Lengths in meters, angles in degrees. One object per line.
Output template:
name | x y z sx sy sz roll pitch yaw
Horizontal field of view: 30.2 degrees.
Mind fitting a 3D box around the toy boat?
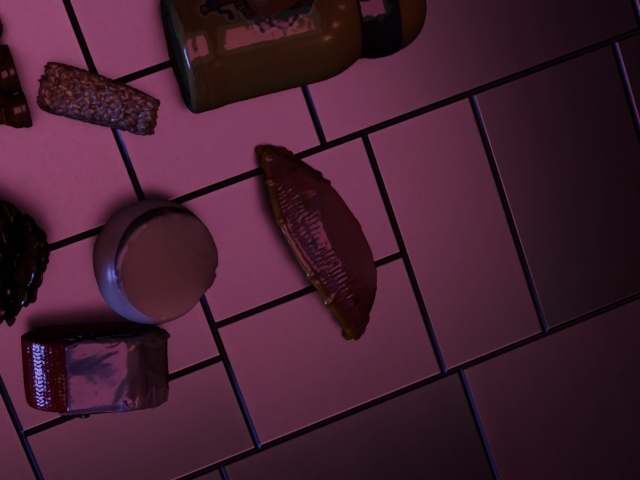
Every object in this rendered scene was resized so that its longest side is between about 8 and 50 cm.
toy boat | 0.006 0.000 1.686 0.141 0.099 0.317 -39 108 -46

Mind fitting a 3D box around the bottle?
bottle | -0.029 -0.296 1.599 0.351 0.171 0.171 -17 101 -11

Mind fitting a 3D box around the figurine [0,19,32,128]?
figurine | -0.565 -0.138 1.506 0.382 0.186 0.261 -17 112 -15

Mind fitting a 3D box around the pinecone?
pinecone | -0.457 0.022 1.537 0.205 0.179 0.184 18 127 -41

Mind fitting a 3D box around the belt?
belt | -0.306 0.183 1.627 0.201 0.128 0.124 -2 99 -8

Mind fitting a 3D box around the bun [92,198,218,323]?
bun | -0.237 0.026 1.623 0.173 0.120 0.172 -9 104 -37

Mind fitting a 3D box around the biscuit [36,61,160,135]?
biscuit | -0.299 -0.189 1.599 0.169 0.082 0.070 15 97 -14
